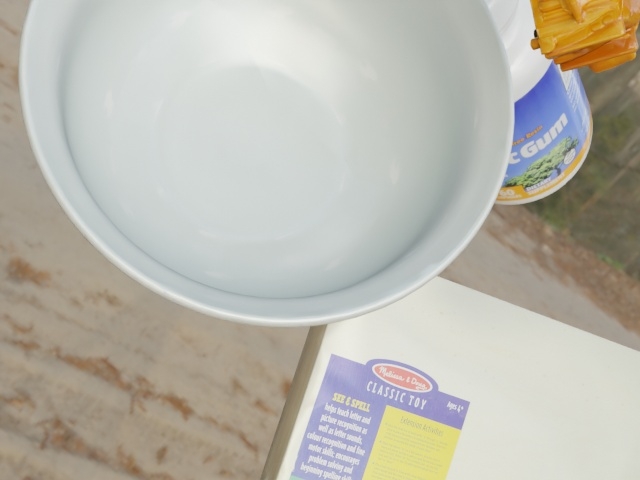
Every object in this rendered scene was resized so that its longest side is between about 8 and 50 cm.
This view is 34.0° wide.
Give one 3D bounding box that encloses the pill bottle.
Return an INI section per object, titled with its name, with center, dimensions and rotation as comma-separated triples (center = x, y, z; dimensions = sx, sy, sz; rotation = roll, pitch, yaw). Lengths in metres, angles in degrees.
[pill bottle]
center = 0.146, -0.153, 0.934
dimensions = 0.152, 0.152, 0.272
rotation = 54, 6, 33

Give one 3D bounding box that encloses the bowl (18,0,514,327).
[bowl]
center = -0.039, -0.077, 0.669
dimensions = 0.298, 0.298, 0.134
rotation = 41, -22, 1

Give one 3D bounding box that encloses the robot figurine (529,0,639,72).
[robot figurine]
center = 0.152, -0.237, 0.493
dimensions = 0.085, 0.211, 0.291
rotation = 9, 72, -60

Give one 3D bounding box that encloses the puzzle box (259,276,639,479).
[puzzle box]
center = 0.161, 0.195, 1.039
dimensions = 0.408, 0.272, 0.052
rotation = 21, -6, -17
